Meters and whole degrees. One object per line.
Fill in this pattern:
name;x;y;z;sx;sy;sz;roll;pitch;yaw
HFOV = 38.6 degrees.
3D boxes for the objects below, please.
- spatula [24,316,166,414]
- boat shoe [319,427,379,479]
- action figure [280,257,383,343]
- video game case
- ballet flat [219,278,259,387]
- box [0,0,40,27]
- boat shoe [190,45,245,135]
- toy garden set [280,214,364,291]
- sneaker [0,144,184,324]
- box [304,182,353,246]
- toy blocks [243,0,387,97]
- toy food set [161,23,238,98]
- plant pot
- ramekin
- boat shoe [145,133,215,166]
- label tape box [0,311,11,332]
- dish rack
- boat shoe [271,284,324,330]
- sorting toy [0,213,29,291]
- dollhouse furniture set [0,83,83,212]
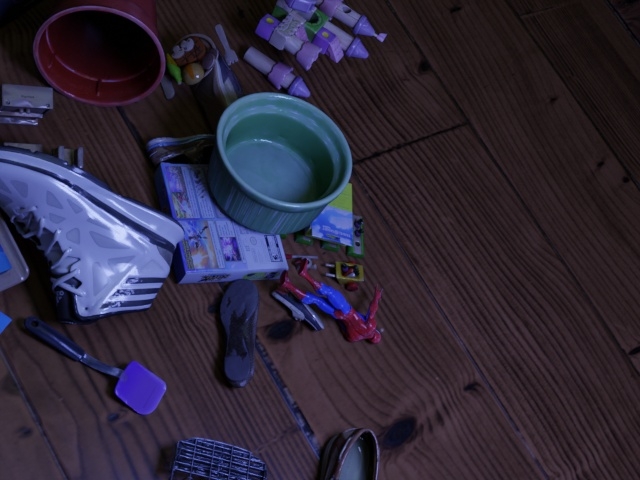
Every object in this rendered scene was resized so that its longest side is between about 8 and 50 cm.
spatula;-0.428;0.229;1.723;0.297;0.030;0.084;32;53;-10
boat shoe;0.050;0.510;1.774;0.123;0.120;0.323;20;53;-18
action figure;0.041;0.121;2.011;0.280;0.091;0.139;43;36;-25
video game case;-0.218;-0.040;1.991;0.244;0.061;0.269;-1;62;-32
ballet flat;-0.164;0.192;1.891;0.084;0.058;0.249;-8;54;5
box;-0.662;-0.657;1.888;0.212;0.395;0.293;39;49;-3
boat shoe;-0.230;-0.347;2.154;0.092;0.103;0.285;1;57;-45
toy garden set;0.000;0.000;2.103;0.244;0.049;0.203;14;56;-23
sneaker;-0.479;0.009;1.681;0.448;0.169;0.257;26;68;-28
box;0.019;-0.064;2.097;0.109;0.042;0.178;14;54;-21
toy blocks;0.012;-0.527;2.260;0.260;0.309;0.288;35;51;0
toy food set;-0.298;-0.422;2.110;0.132;0.192;0.038;66;10;20
plant pot;-0.471;-0.483;1.999;0.273;0.272;0.265;15;48;-23
ramekin;-0.098;-0.159;1.983;0.304;0.148;0.303;12;55;-17
boat shoe;-0.296;-0.193;2.043;0.183;0.066;0.066;-8;71;-23
label tape box;-0.711;0.168;1.546;0.241;0.106;0.333;36;50;-7
dish rack;-0.204;0.502;1.666;0.208;0.074;0.271;21;52;-20
boat shoe;-0.048;0.149;1.990;0.043;0.049;0.137;-43;90;2
sorting toy;-0.655;-0.037;1.606;0.307;0.041;0.229;65;29;-5
dollhouse furniture set;-0.602;-0.173;1.828;0.212;0.161;0.242;0;84;-30
